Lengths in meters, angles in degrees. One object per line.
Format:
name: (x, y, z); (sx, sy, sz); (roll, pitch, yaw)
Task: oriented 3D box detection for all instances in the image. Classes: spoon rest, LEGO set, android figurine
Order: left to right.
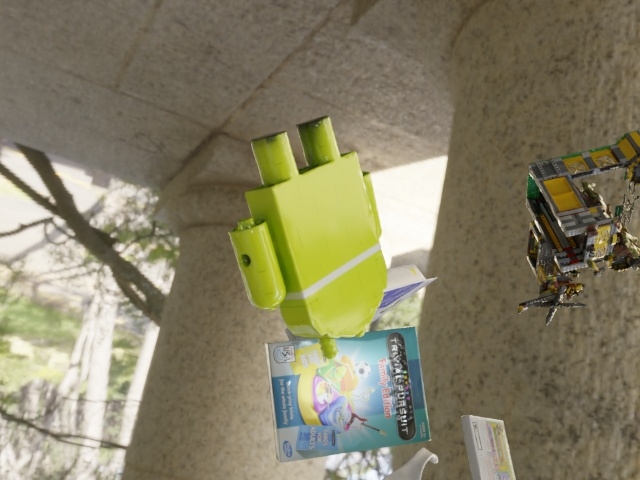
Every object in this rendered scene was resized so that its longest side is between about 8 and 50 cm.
android figurine: (0.000, 0.000, 0.836); (0.056, 0.273, 0.248); (-4, -162, 38)
spoon rest: (0.243, 0.696, 2.057); (0.137, 0.276, 0.084); (26, 139, 28)
LEGO set: (0.467, 0.000, 1.195); (0.254, 0.192, 0.331); (-7, 136, -6)

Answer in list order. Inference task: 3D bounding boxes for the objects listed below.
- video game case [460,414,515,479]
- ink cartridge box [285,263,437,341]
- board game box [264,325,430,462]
video game case: (0.354, 0.472, 1.478); (0.023, 0.212, 0.193); (-21, 154, 29)
ink cartridge box: (0.110, 0.162, 1.858); (0.303, 0.072, 0.307); (-38, 164, 30)
board game box: (0.058, 0.333, 1.588); (0.336, 0.254, 0.079); (-5, 173, -11)
